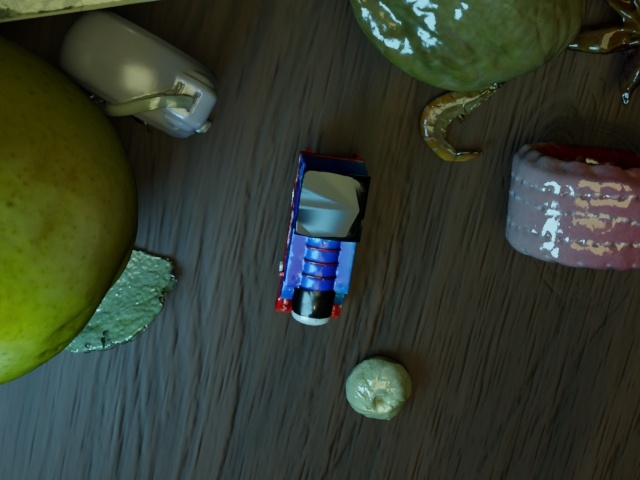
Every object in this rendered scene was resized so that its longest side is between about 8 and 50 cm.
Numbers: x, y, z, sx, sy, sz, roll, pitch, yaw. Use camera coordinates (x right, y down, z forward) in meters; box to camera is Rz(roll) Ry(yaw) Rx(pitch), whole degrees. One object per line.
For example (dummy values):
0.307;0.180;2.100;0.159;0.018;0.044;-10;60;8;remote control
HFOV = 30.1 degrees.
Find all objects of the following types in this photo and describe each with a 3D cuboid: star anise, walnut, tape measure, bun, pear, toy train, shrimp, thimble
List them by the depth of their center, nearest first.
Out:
-0.365;-0.027;1.180;0.362;0.418;0.362;-3;80;19;pear
0.152;-0.289;1.268;0.283;0.227;0.283;-3;101;-15;walnut
-0.200;-0.172;1.296;0.178;0.196;0.105;30;93;-4;tape measure
0.379;-0.251;1.358;0.196;0.111;0.212;14;137;11;star anise
0.313;-0.043;1.384;0.189;0.163;0.125;8;106;8;thimble
0.000;0.000;1.388;0.082;0.131;0.204;7;105;-7;toy train
0.181;-0.148;1.415;0.127;0.025;0.091;-36;106;11;shrimp
0.073;0.187;1.487;0.086;0.055;0.086;-1;106;-3;bun

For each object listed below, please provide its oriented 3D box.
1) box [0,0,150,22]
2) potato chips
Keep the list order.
-0.283;-0.281;1.269;0.256;0.164;0.069;-8;107;-2;box
-0.300;0.048;1.419;0.228;0.059;0.167;30;95;-5;potato chips
